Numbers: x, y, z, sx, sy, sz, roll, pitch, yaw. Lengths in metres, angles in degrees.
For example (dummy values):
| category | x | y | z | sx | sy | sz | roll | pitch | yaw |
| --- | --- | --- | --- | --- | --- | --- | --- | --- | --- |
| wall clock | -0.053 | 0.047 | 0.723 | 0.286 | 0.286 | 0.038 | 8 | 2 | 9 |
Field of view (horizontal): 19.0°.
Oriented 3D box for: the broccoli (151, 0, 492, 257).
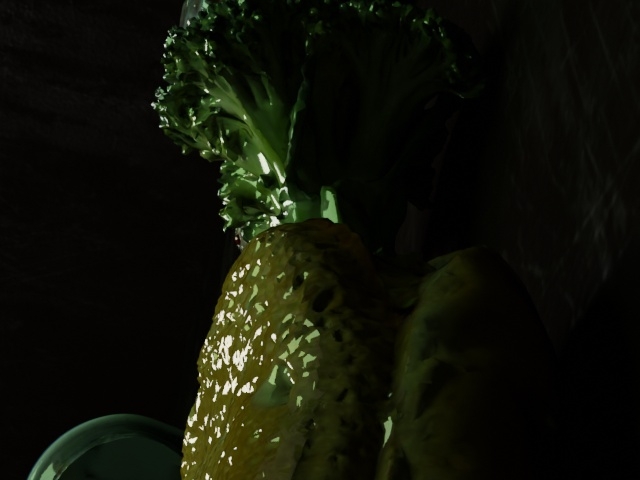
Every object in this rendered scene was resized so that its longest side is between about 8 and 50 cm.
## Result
| category | x | y | z | sx | sy | sz | roll | pitch | yaw |
| --- | --- | --- | --- | --- | --- | --- | --- | --- | --- |
| broccoli | 0.008 | -0.018 | 1.245 | 0.361 | 0.221 | 0.252 | -112 | 28 | -61 |

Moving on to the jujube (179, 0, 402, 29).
| category | x | y | z | sx | sy | sz | roll | pitch | yaw |
| --- | --- | --- | --- | --- | --- | --- | --- | --- | --- |
| jujube | -0.022 | -0.245 | 1.869 | 0.226 | 0.226 | 0.317 | -106 | 36 | -77 |

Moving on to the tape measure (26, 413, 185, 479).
| category | x | y | z | sx | sy | sz | roll | pitch | yaw |
| --- | --- | --- | --- | --- | --- | --- | --- | --- | --- |
| tape measure | -0.225 | 0.335 | 2.227 | 0.138 | 0.259 | 0.262 | -175 | 106 | -82 |

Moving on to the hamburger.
| category | x | y | z | sx | sy | sz | roll | pitch | yaw |
| --- | --- | --- | --- | --- | --- | --- | --- | --- | --- |
| hamburger | 0.014 | 0.151 | 0.865 | 0.290 | 0.170 | 0.314 | 106 | 173 | -50 |

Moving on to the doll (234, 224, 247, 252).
| category | x | y | z | sx | sy | sz | roll | pitch | yaw |
| --- | --- | --- | --- | --- | --- | --- | --- | --- | --- |
| doll | -0.043 | -0.028 | 2.151 | 0.152 | 0.085 | 0.114 | -66 | 26 | 3 |
